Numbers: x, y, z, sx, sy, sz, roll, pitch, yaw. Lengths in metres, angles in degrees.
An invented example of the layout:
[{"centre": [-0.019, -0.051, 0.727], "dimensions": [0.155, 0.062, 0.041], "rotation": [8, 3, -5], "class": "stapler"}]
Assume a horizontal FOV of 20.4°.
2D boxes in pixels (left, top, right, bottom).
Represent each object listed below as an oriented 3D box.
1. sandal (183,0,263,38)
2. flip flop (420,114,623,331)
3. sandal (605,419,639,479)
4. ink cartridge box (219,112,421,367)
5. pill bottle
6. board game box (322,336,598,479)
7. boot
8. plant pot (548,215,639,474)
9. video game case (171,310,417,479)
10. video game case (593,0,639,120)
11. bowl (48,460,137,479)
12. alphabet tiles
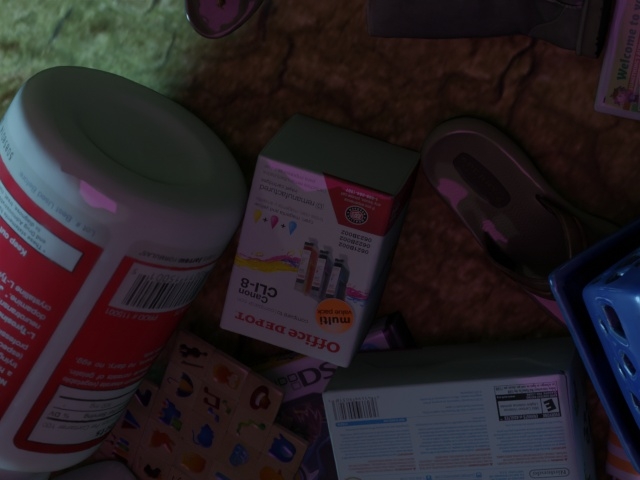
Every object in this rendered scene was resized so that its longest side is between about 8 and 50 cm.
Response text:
[{"centre": [-0.060, -0.249, 1.561], "dimensions": [0.072, 0.049, 0.180], "rotation": [46, 115, -5], "class": "sandal"}, {"centre": [0.197, 0.001, 1.572], "dimensions": [0.277, 0.080, 0.112], "rotation": [44, 115, -7], "class": "flip flop"}, {"centre": [0.310, 0.220, 1.631], "dimensions": [0.102, 0.076, 0.265], "rotation": [7, 112, 12], "class": "sandal"}, {"centre": [0.000, 0.000, 1.600], "dimensions": [0.128, 0.127, 0.176], "rotation": [17, 115, 7], "class": "ink cartridge box"}, {"centre": [-0.255, 0.062, 1.637], "dimensions": [0.229, 0.229, 0.408], "rotation": [34, 115, 0], "class": "pill bottle"}, {"centre": [0.143, 0.250, 1.640], "dimensions": [0.224, 0.097, 0.303], "rotation": [-5, 108, 16], "class": "board game box"}, {"centre": [0.145, -0.245, 1.502], "dimensions": [0.208, 0.076, 0.190], "rotation": [14, 115, 16], "class": "boot"}, {"centre": [0.338, 0.076, 1.463], "dimensions": [0.236, 0.212, 0.236], "rotation": [-30, 104, -17], "class": "plant pot"}, {"centre": [0.021, 0.230, 1.735], "dimensions": [0.248, 0.035, 0.275], "rotation": [-21, 104, 21], "class": "video game case"}, {"centre": [0.344, -0.189, 1.491], "dimensions": [0.193, 0.023, 0.212], "rotation": [13, 114, 10], "class": "video game case"}, {"centre": [-0.227, 0.304, 1.810], "dimensions": [0.142, 0.053, 0.142], "rotation": [-22, 105, 33], "class": "bowl"}, {"centre": [-0.117, 0.201, 1.735], "dimensions": [0.198, 0.009, 0.237], "rotation": [31, 126, 13], "class": "alphabet tiles"}]
